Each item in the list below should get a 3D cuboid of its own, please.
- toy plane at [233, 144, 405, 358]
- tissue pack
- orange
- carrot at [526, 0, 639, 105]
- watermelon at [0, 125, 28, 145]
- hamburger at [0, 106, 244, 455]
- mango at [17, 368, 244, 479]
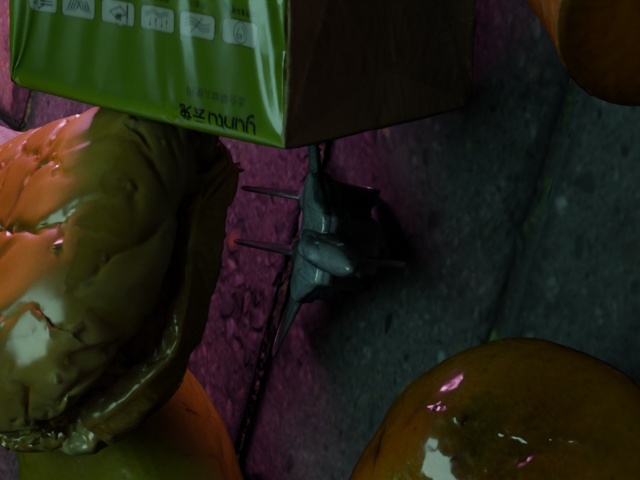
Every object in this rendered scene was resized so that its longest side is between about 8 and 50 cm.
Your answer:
[{"bbox_3d":[0.011,0.001,1.304,0.267,0.088,0.212,-154,71,-72],"label":"toy plane"},{"bbox_3d":[-0.058,-0.171,1.284,0.275,0.200,0.167,14,109,40],"label":"tissue pack"},{"bbox_3d":[0.142,0.171,1.056,0.249,0.183,0.249,17,115,41],"label":"orange"},{"bbox_3d":[0.178,-0.199,1.092,0.159,0.159,0.225,-62,31,29],"label":"carrot"},{"bbox_3d":[-0.285,-0.004,1.656,0.258,0.387,0.228,-17,38,11],"label":"watermelon"},{"bbox_3d":[-0.200,0.022,1.411,0.318,0.158,0.318,-33,39,32],"label":"hamburger"},{"bbox_3d":[-0.152,0.208,1.481,0.195,0.142,0.331,-57,39,25],"label":"mango"}]
